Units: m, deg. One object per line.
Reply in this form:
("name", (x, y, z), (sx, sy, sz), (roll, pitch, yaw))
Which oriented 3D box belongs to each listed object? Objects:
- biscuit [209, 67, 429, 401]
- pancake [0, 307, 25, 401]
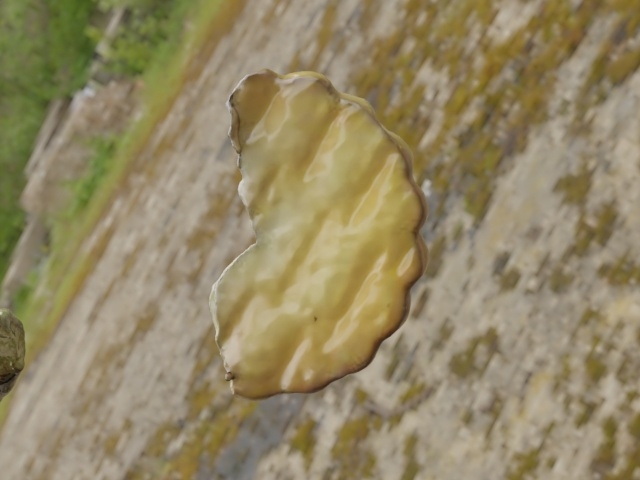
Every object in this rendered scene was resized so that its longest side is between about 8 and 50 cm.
("biscuit", (0.000, 0.000, 0.827), (0.061, 0.118, 0.183), (-110, 27, -81))
("pancake", (-0.310, 0.073, 0.885), (0.286, 0.288, 0.033), (-58, 45, 47))
